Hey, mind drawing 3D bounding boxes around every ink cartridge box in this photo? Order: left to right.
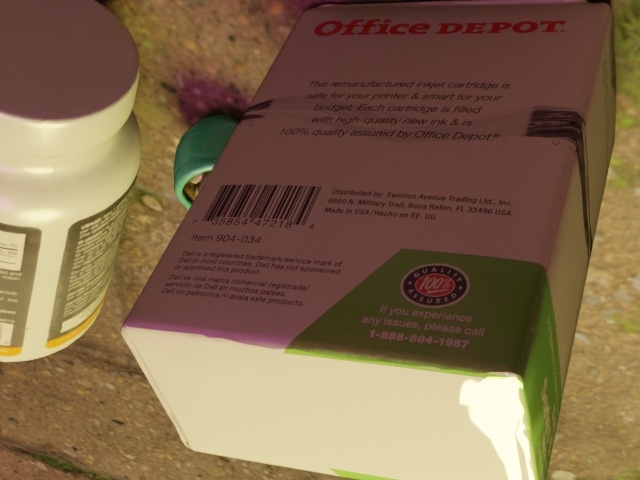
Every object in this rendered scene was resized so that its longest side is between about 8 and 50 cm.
[{"bbox_3d":[0.046,-0.011,0.575,0.198,0.272,0.114,5,137,23],"label":"ink cartridge box"}]

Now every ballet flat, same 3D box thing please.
[{"bbox_3d":[0.000,0.000,0.749,0.247,0.087,0.083,29,139,-4],"label":"ballet flat"}]

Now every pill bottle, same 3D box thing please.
[{"bbox_3d":[-0.221,-0.042,0.761,0.162,0.162,0.278,26,138,-1],"label":"pill bottle"}]
